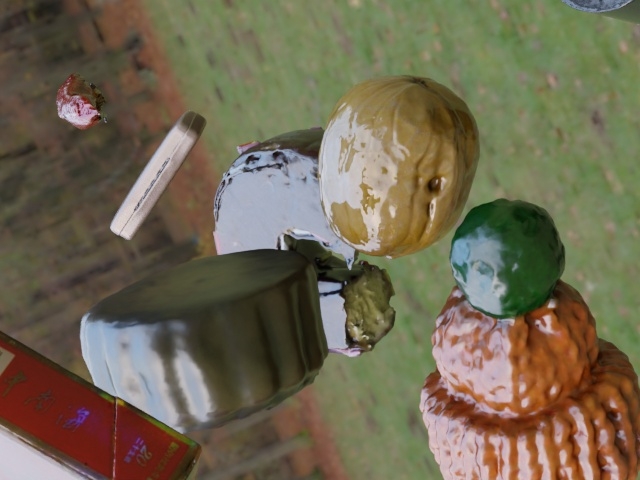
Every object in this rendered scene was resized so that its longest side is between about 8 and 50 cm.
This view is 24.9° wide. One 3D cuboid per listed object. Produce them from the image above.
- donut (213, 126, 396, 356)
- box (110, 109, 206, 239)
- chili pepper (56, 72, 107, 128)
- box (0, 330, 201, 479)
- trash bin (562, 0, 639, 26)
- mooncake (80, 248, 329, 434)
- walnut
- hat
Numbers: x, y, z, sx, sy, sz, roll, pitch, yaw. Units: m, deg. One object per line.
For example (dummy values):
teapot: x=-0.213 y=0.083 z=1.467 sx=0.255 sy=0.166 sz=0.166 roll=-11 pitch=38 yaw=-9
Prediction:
donut: x=-0.020 y=-0.011 z=2.009 sx=0.259 sy=0.136 sz=0.345 roll=18 pitch=132 yaw=26
box: x=-0.133 y=-0.054 z=1.184 sx=0.025 sy=0.115 sz=0.048 roll=32 pitch=-157 yaw=-10
chili pepper: x=-0.252 y=-0.142 z=1.528 sx=0.268 sy=0.050 sz=0.059 roll=-129 pitch=16 yaw=-75
box: x=-0.267 y=0.180 z=1.336 sx=0.313 sy=0.089 sz=0.197 roll=29 pitch=148 yaw=7
trash bin: x=0.407 y=-0.336 z=1.678 sx=0.214 sy=0.334 sz=0.214 roll=6 pitch=99 yaw=40
mooncake: x=-0.134 y=0.122 z=1.720 sx=0.290 sy=0.290 sz=0.161 roll=-139 pitch=34 yaw=-77
walnut: x=0.093 y=-0.086 z=1.722 sx=0.195 sy=0.195 sz=0.222 roll=-133 pitch=49 yaw=-73
hat: x=0.212 y=0.142 z=1.725 sx=0.400 sy=0.285 sz=0.285 roll=59 pitch=178 yaw=-28
